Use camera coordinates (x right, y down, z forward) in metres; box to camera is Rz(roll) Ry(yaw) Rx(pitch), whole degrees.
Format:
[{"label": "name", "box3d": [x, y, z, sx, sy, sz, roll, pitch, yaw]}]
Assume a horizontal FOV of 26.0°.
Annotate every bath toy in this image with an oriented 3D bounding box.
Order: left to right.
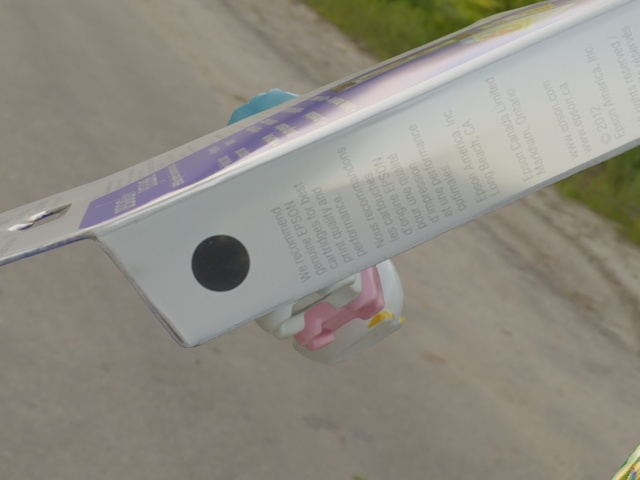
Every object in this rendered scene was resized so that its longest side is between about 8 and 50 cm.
[{"label": "bath toy", "box3d": [0.000, 0.000, 1.048, 0.129, 0.151, 0.348, 58, 0, 16]}]

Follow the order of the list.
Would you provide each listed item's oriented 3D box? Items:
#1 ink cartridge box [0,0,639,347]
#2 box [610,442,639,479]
[{"label": "ink cartridge box", "box3d": [-0.011, -0.020, 0.439, 0.208, 0.045, 0.206, -22, 8, -4]}, {"label": "box", "box3d": [0.240, 0.165, 0.875, 0.043, 0.179, 0.105, -10, -62, 55]}]
